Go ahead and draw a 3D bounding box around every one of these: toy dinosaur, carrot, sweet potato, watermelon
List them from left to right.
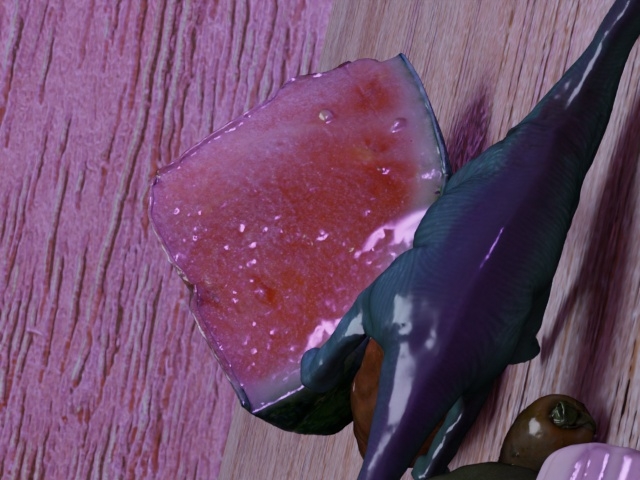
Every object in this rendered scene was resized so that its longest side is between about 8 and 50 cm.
[{"bbox_3d":[0.029,-0.015,1.620,0.222,0.319,0.292,-43,62,19],"label":"watermelon"},{"bbox_3d":[0.066,0.116,1.445,0.251,0.097,0.097,110,171,-62],"label":"sweet potato"},{"bbox_3d":[0.104,-0.012,1.132,0.383,0.129,0.331,-57,-5,-36],"label":"toy dinosaur"},{"bbox_3d":[0.114,0.155,1.207,0.254,0.049,0.049,113,168,-61],"label":"carrot"}]

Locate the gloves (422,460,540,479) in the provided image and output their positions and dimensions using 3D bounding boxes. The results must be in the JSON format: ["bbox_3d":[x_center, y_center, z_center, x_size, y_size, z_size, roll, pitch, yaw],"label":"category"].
[{"bbox_3d":[0.078,0.187,1.110,0.268,0.135,0.107,-30,46,57],"label":"gloves"}]

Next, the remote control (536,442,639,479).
[{"bbox_3d":[0.110,0.201,0.885,0.049,0.090,0.230,-23,38,54],"label":"remote control"}]
